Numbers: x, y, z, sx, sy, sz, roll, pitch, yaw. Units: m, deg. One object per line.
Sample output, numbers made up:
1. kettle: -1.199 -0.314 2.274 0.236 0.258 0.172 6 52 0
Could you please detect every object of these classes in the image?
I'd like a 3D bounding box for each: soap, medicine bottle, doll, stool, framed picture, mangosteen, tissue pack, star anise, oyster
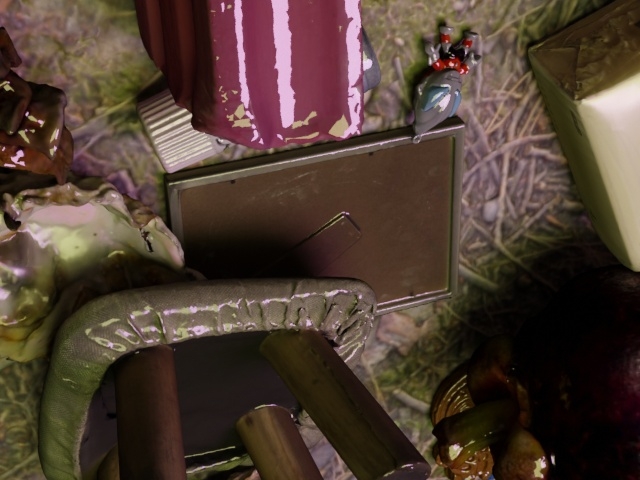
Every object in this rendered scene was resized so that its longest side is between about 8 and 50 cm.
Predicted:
1. soap: -0.069 -0.261 1.071 0.128 0.233 0.359 -15 128 -15
2. medicine bottle: -0.054 -0.128 1.266 0.203 0.083 0.083 -24 129 -6
3. doll: 0.110 -0.139 1.357 0.057 0.039 0.114 -9 122 -60
4. stool: -0.085 0.203 1.357 0.311 0.226 0.310 -6 144 -19
5. framed picture: 0.000 0.000 1.422 0.289 0.016 0.213 -13 127 -14
6. mangosteen: 0.297 0.157 1.491 0.293 0.297 0.297 28 114 5
7. tissue pack: 0.313 -0.108 1.406 0.159 0.125 0.234 -29 129 -2
8. star anise: -0.281 -0.127 1.124 0.099 0.214 0.220 -60 170 -14
9. oyster: -0.253 0.006 1.273 0.201 0.107 0.354 -35 147 20

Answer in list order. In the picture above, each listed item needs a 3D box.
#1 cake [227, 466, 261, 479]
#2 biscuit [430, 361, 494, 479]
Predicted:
1. cake: -0.102 0.291 1.494 0.185 0.080 0.116 -50 157 -10
2. biscuit: 0.179 0.201 1.632 0.124 0.026 0.175 -10 126 -15
